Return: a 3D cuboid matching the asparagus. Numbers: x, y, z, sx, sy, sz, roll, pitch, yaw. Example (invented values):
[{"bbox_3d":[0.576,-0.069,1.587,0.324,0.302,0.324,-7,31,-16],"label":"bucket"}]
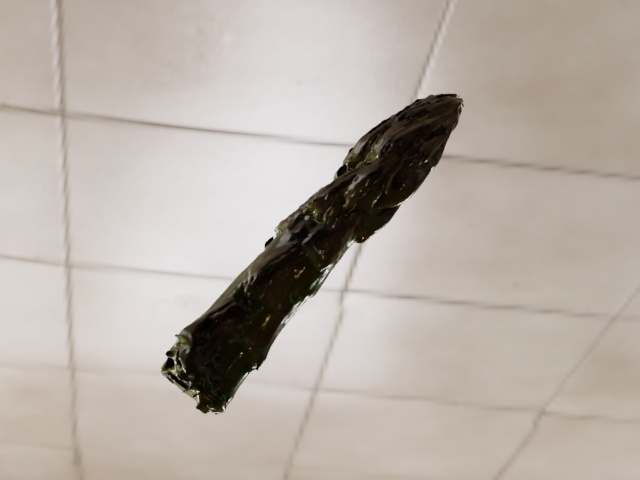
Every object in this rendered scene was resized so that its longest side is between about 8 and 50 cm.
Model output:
[{"bbox_3d":[0.000,0.000,0.593,0.036,0.165,0.030,39,174,46],"label":"asparagus"}]
